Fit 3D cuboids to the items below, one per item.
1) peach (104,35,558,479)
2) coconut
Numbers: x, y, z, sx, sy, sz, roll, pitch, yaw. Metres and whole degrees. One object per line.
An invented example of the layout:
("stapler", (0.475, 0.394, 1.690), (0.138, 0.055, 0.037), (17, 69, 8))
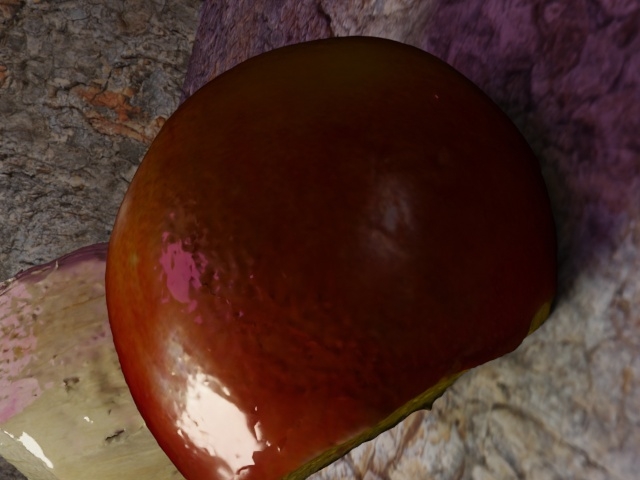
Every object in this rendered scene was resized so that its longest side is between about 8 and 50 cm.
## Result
("peach", (0.000, 0.000, 0.522), (0.242, 0.307, 0.380), (122, 148, -51))
("coconut", (-0.232, 0.182, 0.946), (0.405, 0.405, 0.404), (-167, 90, -69))
